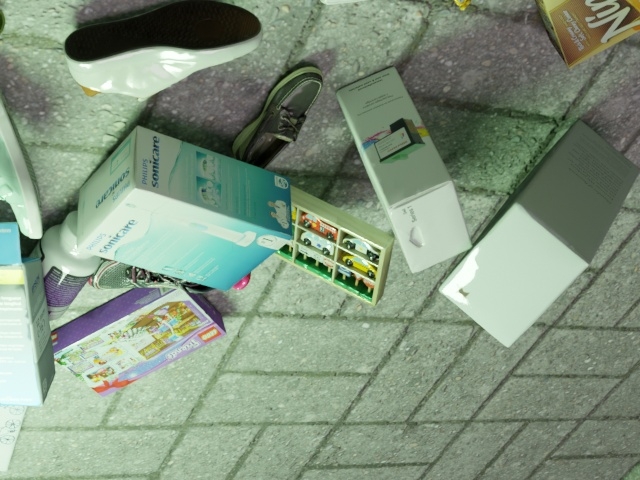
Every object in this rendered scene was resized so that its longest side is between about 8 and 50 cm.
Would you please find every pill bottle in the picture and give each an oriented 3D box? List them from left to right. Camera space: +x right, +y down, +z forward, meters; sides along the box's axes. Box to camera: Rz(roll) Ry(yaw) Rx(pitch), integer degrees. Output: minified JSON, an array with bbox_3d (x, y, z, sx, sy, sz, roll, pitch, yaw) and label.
[{"bbox_3d":[-0.445,0.041,1.981,0.108,0.108,0.193,14,131,-38],"label":"pill bottle"}]

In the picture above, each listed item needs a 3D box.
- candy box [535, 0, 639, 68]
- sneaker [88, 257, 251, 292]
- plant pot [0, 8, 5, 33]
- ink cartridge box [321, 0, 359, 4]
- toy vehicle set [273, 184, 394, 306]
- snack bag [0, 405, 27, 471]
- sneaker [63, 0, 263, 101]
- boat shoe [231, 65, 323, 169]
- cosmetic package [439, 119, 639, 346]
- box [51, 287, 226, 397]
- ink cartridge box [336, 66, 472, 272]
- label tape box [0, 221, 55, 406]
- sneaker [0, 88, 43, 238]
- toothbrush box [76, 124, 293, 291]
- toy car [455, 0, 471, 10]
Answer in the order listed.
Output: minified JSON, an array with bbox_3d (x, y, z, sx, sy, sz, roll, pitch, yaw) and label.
[{"bbox_3d":[0.427,-0.435,1.838,0.182,0.088,0.316,-28,143,8],"label":"candy box"},{"bbox_3d":[-0.269,0.043,2.067,0.299,0.112,0.121,-8,141,-16],"label":"sneaker"},{"bbox_3d":[-0.481,-0.281,1.604,0.083,0.083,0.079,-8,152,-17],"label":"plant pot"},{"bbox_3d":[0.030,-0.455,1.563,0.092,0.159,0.218,-10,142,-16],"label":"ink cartridge box"},{"bbox_3d":[0.000,0.000,2.054,0.035,0.266,0.166,-50,159,-36],"label":"toy vehicle set"},{"bbox_3d":[-0.771,0.382,2.300,0.342,0.037,0.323,2,137,-28],"label":"snack bag"},{"bbox_3d":[-0.227,-0.277,1.716,0.290,0.106,0.123,-8,148,-2],"label":"sneaker"},{"bbox_3d":[-0.064,-0.191,1.910,0.080,0.073,0.223,15,131,-41],"label":"boat shoe"},{"bbox_3d":[0.403,-0.026,2.062,0.230,0.161,0.453,-52,174,35],"label":"cosmetic package"},{"bbox_3d":[-0.356,0.183,2.239,0.293,0.057,0.201,-27,142,7],"label":"box"},{"bbox_3d":[0.141,-0.117,1.932,0.117,0.278,0.201,-23,143,3],"label":"ink cartridge box"},{"bbox_3d":[-0.587,0.103,1.904,0.249,0.115,0.348,1,116,2],"label":"label tape box"},{"bbox_3d":[-0.515,-0.104,1.730,0.151,0.094,0.256,-19,112,-7],"label":"sneaker"},{"bbox_3d":[-0.225,-0.045,1.907,0.295,0.126,0.216,16,144,-31],"label":"toothbrush box"},{"bbox_3d":[0.254,-0.414,1.810,0.040,0.060,0.122,41,108,-15],"label":"toy car"}]
